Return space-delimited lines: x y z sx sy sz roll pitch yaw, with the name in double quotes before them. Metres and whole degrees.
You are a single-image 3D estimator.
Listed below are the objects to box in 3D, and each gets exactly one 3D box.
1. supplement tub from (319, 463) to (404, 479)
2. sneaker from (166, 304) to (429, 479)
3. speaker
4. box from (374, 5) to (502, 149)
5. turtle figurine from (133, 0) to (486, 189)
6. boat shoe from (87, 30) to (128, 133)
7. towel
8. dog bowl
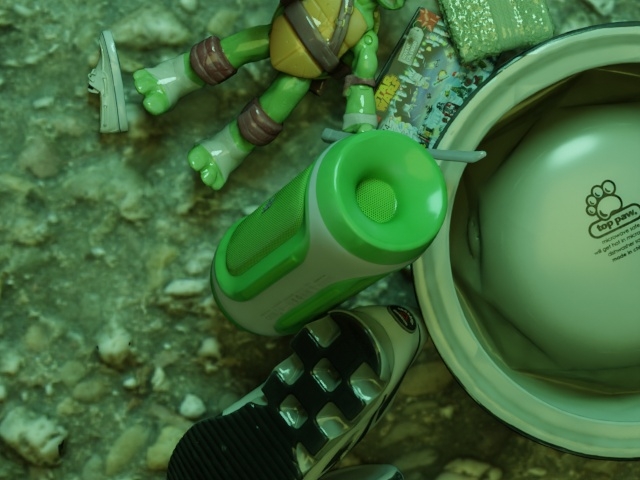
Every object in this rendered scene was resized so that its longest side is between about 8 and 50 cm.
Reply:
"supplement tub" 0.045 0.323 1.750 0.117 0.117 0.190 -14 96 -2
"sneaker" -0.012 0.174 1.717 0.330 0.146 0.122 -42 76 33
"speaker" 0.000 0.000 1.621 0.131 0.296 0.131 8 70 -22
"box" 0.103 -0.147 1.754 0.094 0.027 0.137 29 93 -5
"turtle figurine" -0.032 -0.155 1.642 0.266 0.274 0.198 -32 138 19
"boat shoe" -0.209 -0.152 1.732 0.035 0.035 0.100 -8 102 -5
"towel" 0.162 -0.250 1.733 0.110 0.027 0.148 -14 86 -10
"dog bowl" 0.281 -0.002 1.719 0.408 0.150 0.408 0 95 -3
